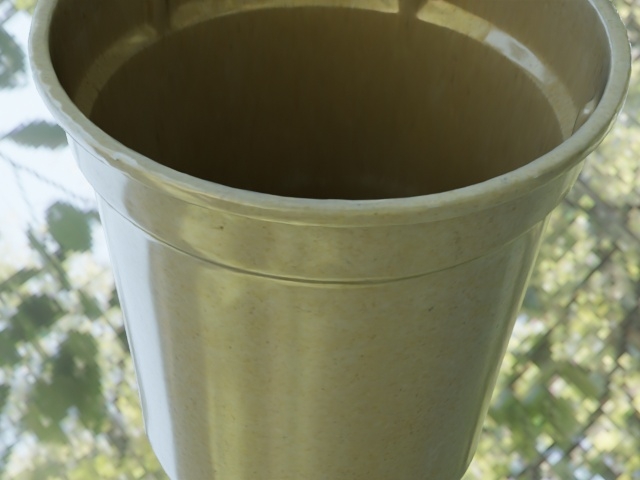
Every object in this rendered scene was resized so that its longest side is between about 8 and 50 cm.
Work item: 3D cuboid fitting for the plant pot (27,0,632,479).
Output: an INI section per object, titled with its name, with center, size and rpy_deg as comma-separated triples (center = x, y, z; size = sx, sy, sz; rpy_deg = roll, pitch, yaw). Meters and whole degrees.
[plant pot]
center = 0.000, 0.000, 1.079
size = 0.333, 0.334, 0.305
rpy_deg = -21, -45, -27
